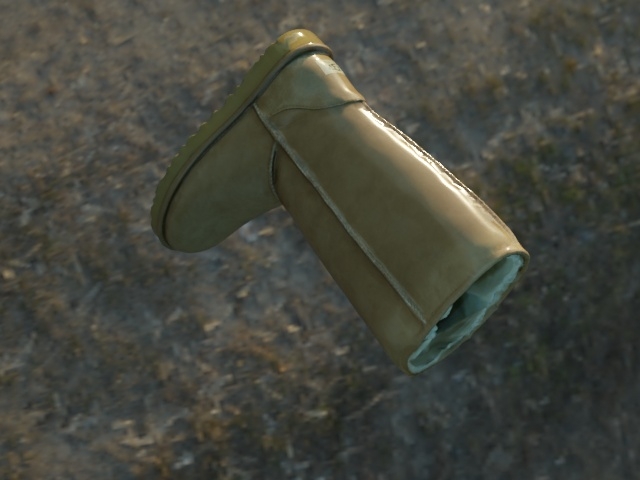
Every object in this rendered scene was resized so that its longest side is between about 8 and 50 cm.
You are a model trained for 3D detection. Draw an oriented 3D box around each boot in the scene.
[{"bbox_3d":[0.000,0.000,1.123,0.089,0.236,0.269,-1,45,-50],"label":"boot"}]
